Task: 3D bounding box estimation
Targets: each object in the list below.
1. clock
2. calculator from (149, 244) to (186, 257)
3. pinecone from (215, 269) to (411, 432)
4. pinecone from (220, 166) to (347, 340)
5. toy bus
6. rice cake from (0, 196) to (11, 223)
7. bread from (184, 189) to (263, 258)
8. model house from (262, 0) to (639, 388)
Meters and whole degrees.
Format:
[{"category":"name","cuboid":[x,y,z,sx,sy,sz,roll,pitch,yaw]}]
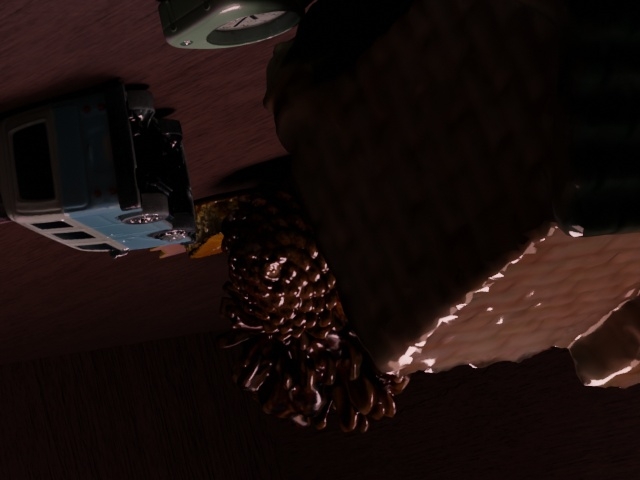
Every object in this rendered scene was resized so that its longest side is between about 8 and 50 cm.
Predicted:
[{"category":"clock","cuboid":[-0.058,-0.191,1.187,0.135,0.041,0.101,-9,171,-44]},{"category":"calculator","cuboid":[-0.157,-0.024,2.329,0.236,0.033,0.157,-16,172,-1]},{"category":"pinecone","cuboid":[-0.005,0.136,2.572,0.398,0.398,0.398,-14,173,-2]},{"category":"pinecone","cuboid":[0.001,0.003,2.052,0.246,0.246,0.292,-20,-171,39]},{"category":"toy bus","cuboid":[-0.227,-0.062,1.505,0.165,0.133,0.271,-10,171,6]},{"category":"rice cake","cuboid":[-0.328,-0.051,1.762,0.206,0.036,0.047,-15,177,-2]},{"category":"bread","cuboid":[-0.141,-0.026,2.181,0.128,0.069,0.140,-12,169,-23]},{"category":"model house","cuboid":[0.252,-0.128,1.115,0.445,0.395,0.400,-4,157,-35]}]
